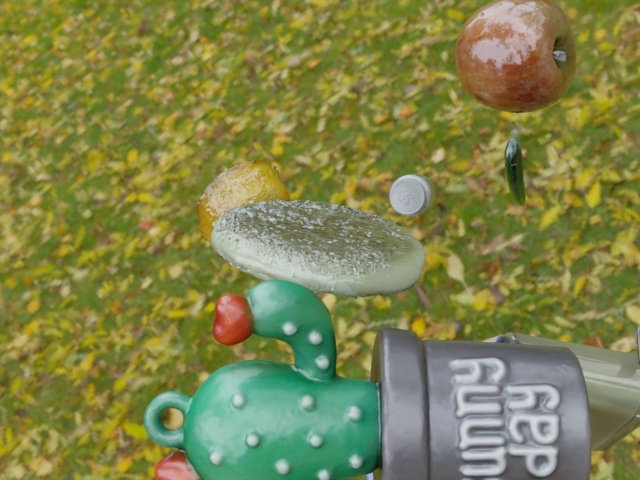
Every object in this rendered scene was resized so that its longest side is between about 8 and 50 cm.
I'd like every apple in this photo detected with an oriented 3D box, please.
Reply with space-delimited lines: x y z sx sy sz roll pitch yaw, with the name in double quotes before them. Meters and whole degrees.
"apple" 0.313 -0.299 1.583 0.173 0.188 0.188 8 53 39

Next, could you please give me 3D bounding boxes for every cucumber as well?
"cucumber" 0.402 -0.145 2.035 0.039 0.168 0.039 -10 25 5

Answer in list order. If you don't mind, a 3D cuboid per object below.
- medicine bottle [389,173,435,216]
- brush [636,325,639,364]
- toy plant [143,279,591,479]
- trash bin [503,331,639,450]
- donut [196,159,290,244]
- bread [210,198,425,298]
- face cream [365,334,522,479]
"medicine bottle" 0.172 -0.086 1.863 0.080 0.080 0.130 -27 -1 13
"brush" 0.531 0.125 1.566 0.063 0.016 0.193 -23 27 27
"toy plant" 0.038 0.166 0.912 0.400 0.280 0.185 -1 33 1
"trash bin" 0.398 0.252 1.636 0.247 0.243 0.121 12 57 -7
"donut" -0.126 -0.045 1.694 0.174 0.190 0.074 -19 54 -35
"bread" 0.000 0.000 1.158 0.267 0.040 0.267 8 18 -3
"face cream" 0.203 0.275 1.359 0.225 0.249 0.249 -21 36 26
